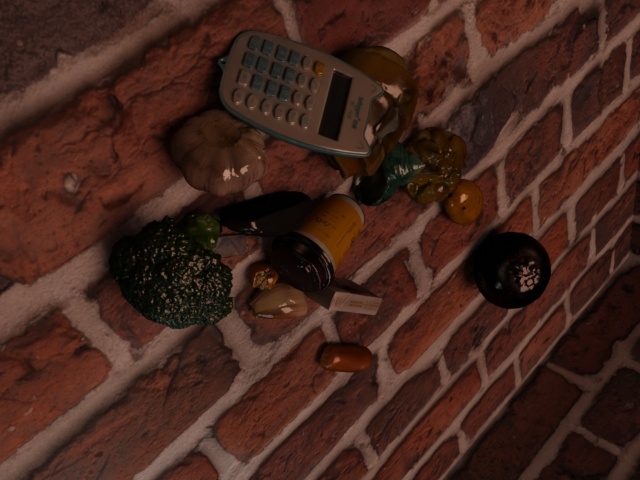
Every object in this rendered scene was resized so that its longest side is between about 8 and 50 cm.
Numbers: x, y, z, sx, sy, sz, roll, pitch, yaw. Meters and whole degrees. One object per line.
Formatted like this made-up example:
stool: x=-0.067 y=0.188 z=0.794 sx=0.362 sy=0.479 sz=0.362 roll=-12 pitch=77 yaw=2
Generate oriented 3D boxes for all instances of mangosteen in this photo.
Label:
mangosteen: x=0.772 y=0.120 z=2.393 sx=0.330 sy=0.330 sz=0.330 roll=-23 pitch=126 yaw=-35

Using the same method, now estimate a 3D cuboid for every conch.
conch: x=0.207 y=-0.202 z=1.729 sx=0.134 sy=0.202 sz=0.196 roll=4 pitch=75 yaw=-38

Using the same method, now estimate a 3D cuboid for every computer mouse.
computer mouse: x=-0.134 y=-0.055 z=1.498 sx=0.270 sy=0.138 sz=0.086 roll=-22 pitch=120 yaw=-43

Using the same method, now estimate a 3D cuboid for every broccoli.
broccoli: x=-0.323 y=0.054 z=1.318 sx=0.297 sy=0.298 sz=0.297 roll=-80 pitch=155 yaw=-43

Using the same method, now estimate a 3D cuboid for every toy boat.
toy boat: x=-0.240 y=0.014 z=1.527 sx=0.115 sy=0.016 sz=0.063 roll=-7 pitch=116 yaw=-43

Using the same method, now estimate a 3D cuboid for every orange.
orange: x=-0.154 y=0.094 z=1.612 sx=0.086 sy=0.086 sz=0.062 roll=-6 pitch=152 yaw=-43

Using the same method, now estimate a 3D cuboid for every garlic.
garlic: x=-0.227 y=-0.170 z=1.334 sx=0.219 sy=0.218 sz=0.212 roll=-31 pitch=159 yaw=-29
garlic: x=-0.094 y=0.180 z=1.691 sx=0.207 sy=0.115 sz=0.128 roll=18 pitch=92 yaw=-51

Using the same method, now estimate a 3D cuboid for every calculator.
calculator: x=-0.050 y=-0.334 z=1.341 sx=0.386 sy=0.054 sz=0.256 roll=19 pitch=68 yaw=-16

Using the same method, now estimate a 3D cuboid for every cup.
cup: x=0.000 y=0.000 z=1.621 sx=0.279 sy=0.196 sz=0.196 roll=-50 pitch=140 yaw=-36

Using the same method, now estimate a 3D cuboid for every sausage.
sausage: x=0.093 y=0.407 z=2.016 sx=0.238 sy=0.098 sz=0.098 roll=14 pitch=101 yaw=-46

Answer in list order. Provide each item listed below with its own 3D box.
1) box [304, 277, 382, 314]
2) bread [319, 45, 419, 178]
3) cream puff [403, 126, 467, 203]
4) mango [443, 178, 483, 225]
box: x=0.061 y=0.166 z=1.809 sx=0.233 sy=0.149 sz=0.067 roll=13 pitch=99 yaw=-48
bread: x=0.134 y=-0.347 z=1.560 sx=0.341 sy=0.210 sz=0.300 roll=-47 pitch=139 yaw=-16
cream puff: x=0.361 y=-0.240 z=1.877 sx=0.244 sy=0.196 sz=0.244 roll=12 pitch=73 yaw=-43
mango: x=0.533 y=-0.133 z=2.140 sx=0.262 sy=0.109 sz=0.157 roll=24 pitch=90 yaw=-50
